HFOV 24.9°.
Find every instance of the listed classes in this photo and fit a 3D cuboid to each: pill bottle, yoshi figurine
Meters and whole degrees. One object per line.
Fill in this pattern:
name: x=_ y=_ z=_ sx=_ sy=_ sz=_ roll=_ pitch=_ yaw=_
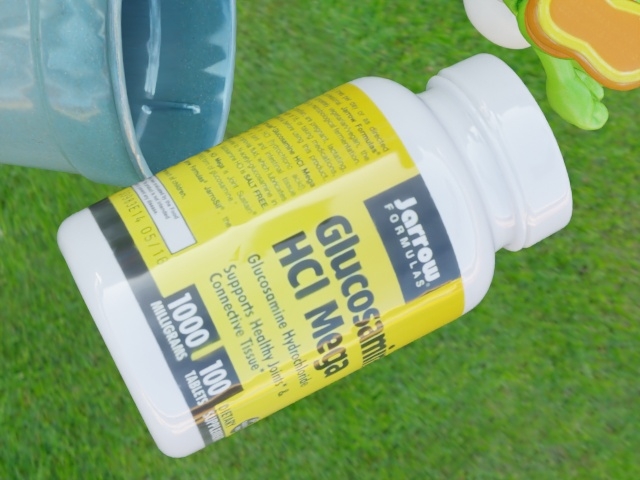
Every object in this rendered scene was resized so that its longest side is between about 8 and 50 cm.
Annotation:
pill bottle: x=0.000 y=0.000 z=1.027 sx=0.333 sy=0.188 sz=0.188 roll=-27 pitch=111 yaw=-9
yoshi figurine: x=0.222 y=-0.198 z=1.163 sx=0.203 sy=0.362 sz=0.203 roll=-26 pitch=97 yaw=-1

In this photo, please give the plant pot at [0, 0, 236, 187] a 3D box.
plant pot: x=-0.288 y=-0.211 z=1.402 sx=0.334 sy=0.341 sz=0.341 roll=3 pitch=106 yaw=12
